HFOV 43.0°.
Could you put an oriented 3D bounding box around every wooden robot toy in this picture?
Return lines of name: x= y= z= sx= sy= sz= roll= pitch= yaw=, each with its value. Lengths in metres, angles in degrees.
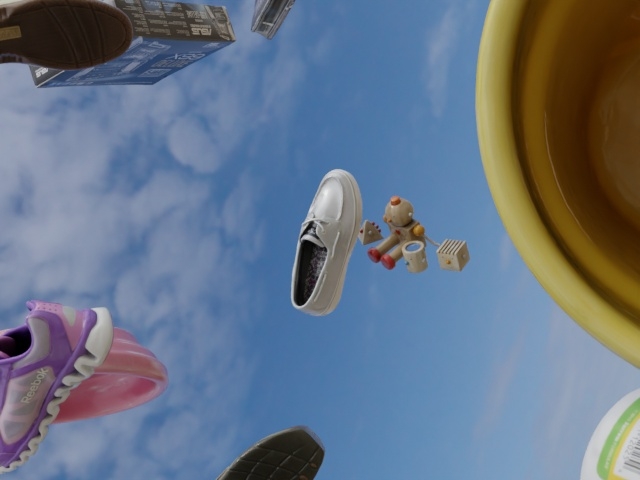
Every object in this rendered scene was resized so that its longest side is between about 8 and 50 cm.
wooden robot toy: x=0.099 y=-0.013 z=0.998 sx=0.076 sy=0.173 sz=0.079 roll=-34 pitch=-55 yaw=-25

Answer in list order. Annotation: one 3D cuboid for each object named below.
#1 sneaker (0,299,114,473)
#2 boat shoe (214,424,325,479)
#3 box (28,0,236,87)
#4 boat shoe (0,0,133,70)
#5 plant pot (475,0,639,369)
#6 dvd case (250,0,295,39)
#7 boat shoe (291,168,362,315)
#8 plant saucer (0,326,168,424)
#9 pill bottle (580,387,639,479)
sneaker: x=-0.333 y=0.155 z=0.904 sx=0.104 sy=0.095 sz=0.236 roll=29 pitch=-74 yaw=-33
boat shoe: x=-0.135 y=0.435 z=1.403 sx=0.324 sy=0.122 sz=0.120 roll=-40 pitch=2 yaw=0
box: x=-0.344 y=-0.362 z=1.506 sx=0.307 sy=0.242 sz=0.076 roll=-19 pitch=-88 yaw=-58
boat shoe: x=-0.364 y=-0.260 z=0.988 sx=0.257 sy=0.095 sz=0.095 roll=-8 pitch=-61 yaw=-28
plant pot: x=0.213 y=-0.064 z=0.401 sx=0.239 sy=0.254 sz=0.254 roll=-11 pitch=-67 yaw=-75
dvd case: x=0.009 y=-0.243 z=0.450 sx=0.164 sy=0.018 sz=0.221 roll=133 pitch=147 yaw=-52
boat shoe: x=0.000 y=0.000 z=0.996 sx=0.063 sy=0.066 sz=0.184 roll=15 pitch=-89 yaw=-59
plant saucer: x=-0.388 y=0.193 z=1.164 sx=0.332 sy=0.332 sz=0.084 roll=35 pitch=-139 yaw=-62
pill bottle: x=0.300 y=0.184 z=0.508 sx=0.136 sy=0.245 sz=0.136 roll=-3 pitch=-83 yaw=-29
